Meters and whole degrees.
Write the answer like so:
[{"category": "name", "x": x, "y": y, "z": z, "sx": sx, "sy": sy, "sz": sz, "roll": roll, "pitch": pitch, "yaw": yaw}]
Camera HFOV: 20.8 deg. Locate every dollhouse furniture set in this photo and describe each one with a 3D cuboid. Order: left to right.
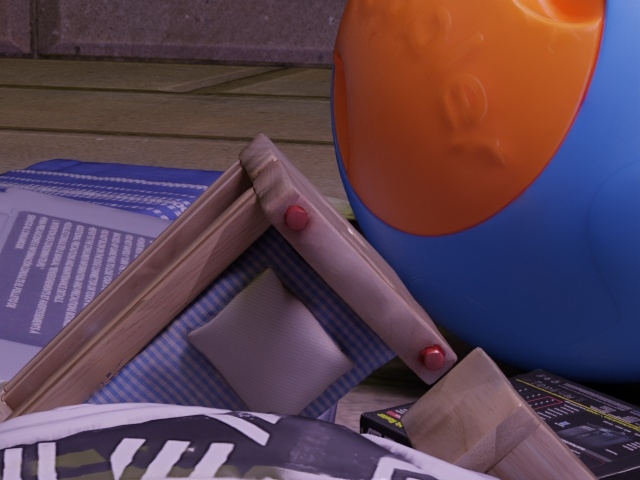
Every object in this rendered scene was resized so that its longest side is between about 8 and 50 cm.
[{"category": "dollhouse furniture set", "x": 0.005, "y": 0.083, "z": 0.518, "sx": 0.129, "sy": 0.184, "sz": 0.129, "roll": -44, "pitch": 11, "yaw": 3}]

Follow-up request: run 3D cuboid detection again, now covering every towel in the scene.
[{"category": "towel", "x": -0.217, "y": 0.007, "z": 1.037, "sx": 0.243, "sy": 0.040, "sz": 0.336, "roll": 5, "pitch": 18, "yaw": 45}]

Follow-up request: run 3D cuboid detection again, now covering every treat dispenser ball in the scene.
[{"category": "treat dispenser ball", "x": 0.148, "y": -0.071, "z": 0.879, "sx": 0.288, "sy": 0.288, "sz": 0.288, "roll": 0, "pitch": 11, "yaw": 0}]

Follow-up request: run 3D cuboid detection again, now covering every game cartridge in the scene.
[{"category": "game cartridge", "x": -0.089, "y": 0.044, "z": 0.774, "sx": 0.196, "sy": 0.060, "sz": 0.294, "roll": 8, "pitch": 14, "yaw": -5}]

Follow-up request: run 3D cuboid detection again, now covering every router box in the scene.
[{"category": "router box", "x": 0.084, "y": 0.090, "z": 0.678, "sx": 0.092, "sy": 0.038, "sz": 0.122, "roll": -10, "pitch": 14, "yaw": -27}]

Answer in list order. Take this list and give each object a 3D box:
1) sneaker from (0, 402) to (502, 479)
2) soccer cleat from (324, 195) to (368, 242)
[{"category": "sneaker", "x": -0.115, "y": 0.121, "z": 0.276, "sx": 0.365, "sy": 0.137, "sz": 0.210, "roll": -4, "pitch": 11, "yaw": 7}, {"category": "soccer cleat", "x": 0.000, "y": 0.000, "z": 1.077, "sx": 0.196, "sy": 0.068, "sz": 0.076, "roll": 9, "pitch": -7, "yaw": 26}]
